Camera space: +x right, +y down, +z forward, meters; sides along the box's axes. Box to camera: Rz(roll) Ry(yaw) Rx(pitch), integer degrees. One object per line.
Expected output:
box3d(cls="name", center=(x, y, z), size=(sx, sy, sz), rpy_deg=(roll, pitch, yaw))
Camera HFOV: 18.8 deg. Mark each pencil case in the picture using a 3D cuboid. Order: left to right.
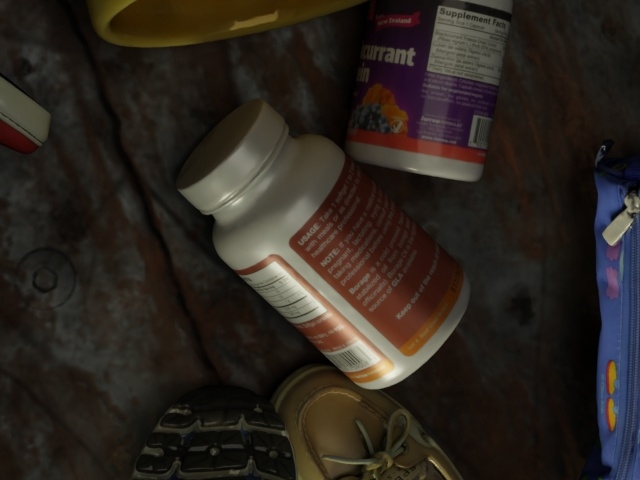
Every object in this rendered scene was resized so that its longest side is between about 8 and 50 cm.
box3d(cls="pencil case", center=(0.270, 0.076, 1.537), size=(0.133, 0.119, 0.306), rpy_deg=(-3, 98, -48))

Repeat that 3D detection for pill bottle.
box3d(cls="pill bottle", center=(0.000, 0.000, 1.435), size=(0.216, 0.121, 0.121), rpy_deg=(44, 81, -19))
box3d(cls="pill bottle", center=(0.085, -0.147, 1.454), size=(0.108, 0.108, 0.194), rpy_deg=(9, 93, -20))

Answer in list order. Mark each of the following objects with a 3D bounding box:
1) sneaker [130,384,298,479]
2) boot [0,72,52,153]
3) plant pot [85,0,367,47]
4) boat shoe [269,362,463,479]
box3d(cls="sneaker", center=(-0.092, 0.271, 1.440), size=(0.129, 0.147, 0.330), rpy_deg=(8, 75, -6))
box3d(cls="boot", center=(-0.323, -0.076, 1.335), size=(0.244, 0.088, 0.176), rpy_deg=(27, 88, -12))
box3d(cls="plant pot", center=(-0.059, -0.282, 1.330), size=(0.254, 0.254, 0.239), rpy_deg=(-12, 84, -18))
box3d(cls="boat shoe", center=(0.074, 0.207, 1.501), size=(0.104, 0.089, 0.285), rpy_deg=(-47, 108, -8))
